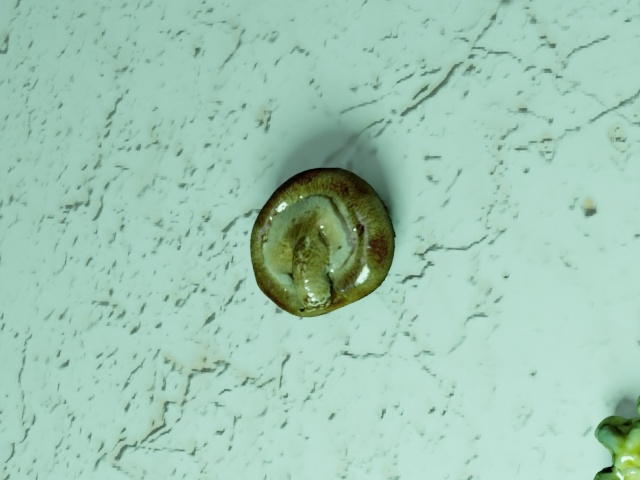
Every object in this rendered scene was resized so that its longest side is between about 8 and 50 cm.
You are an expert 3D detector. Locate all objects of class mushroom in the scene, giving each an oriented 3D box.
[{"bbox_3d":[0.000,0.000,1.466,0.127,0.087,0.127,-3,84,29],"label":"mushroom"}]

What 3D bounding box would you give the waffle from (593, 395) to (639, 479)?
[{"bbox_3d":[0.287,0.187,1.274,0.223,0.054,0.204,-17,73,27],"label":"waffle"}]
